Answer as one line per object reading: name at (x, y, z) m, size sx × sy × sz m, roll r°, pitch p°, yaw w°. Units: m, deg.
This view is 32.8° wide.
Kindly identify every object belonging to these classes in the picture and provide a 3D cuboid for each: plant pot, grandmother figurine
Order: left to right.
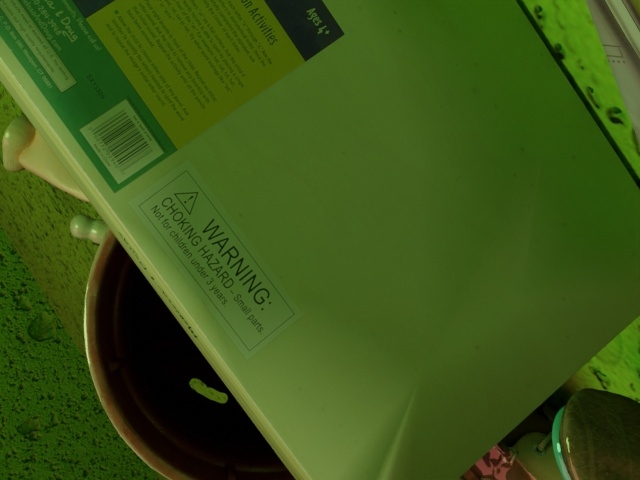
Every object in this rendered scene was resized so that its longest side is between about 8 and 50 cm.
grandmother figurine at (-0.207, -0.047, 1.260) m, size 0.342 × 0.208 × 0.104 m, roll 28°, pitch 133°, yaw 16°
plant pot at (-0.052, 0.065, 0.917) m, size 0.272 × 0.272 × 0.265 m, roll 52°, pitch 171°, yaw -2°

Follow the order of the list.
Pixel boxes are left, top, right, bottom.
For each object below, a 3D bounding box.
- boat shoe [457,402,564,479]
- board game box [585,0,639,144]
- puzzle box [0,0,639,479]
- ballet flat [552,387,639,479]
boat shoe at (0.199, 0.201, 0.917) m, size 0.120 × 0.122 × 0.324 m, roll -31°, pitch 97°, yaw 37°
board game box at (0.200, -0.111, 0.463) m, size 0.208 × 0.056 × 0.347 m, roll 10°, pitch 135°, yaw 55°
puzzle box at (0.005, -0.067, 0.627) m, size 0.409 × 0.272 × 0.052 m, roll 55°, pitch 164°, yaw -7°
ballet flat at (0.297, 0.233, 0.766) m, size 0.124 × 0.116 × 0.342 m, roll -17°, pitch 112°, yaw 47°
